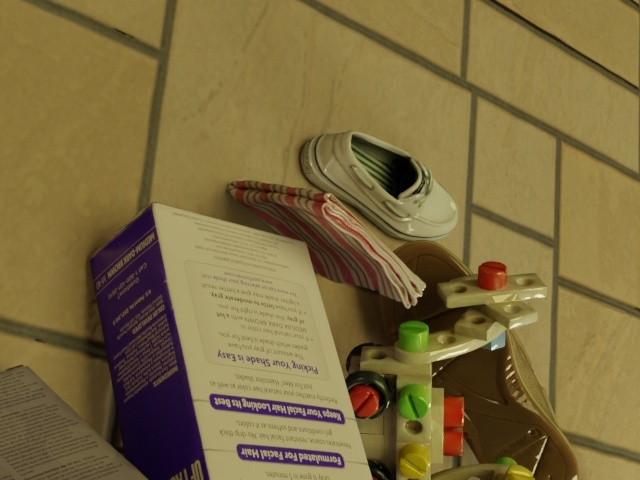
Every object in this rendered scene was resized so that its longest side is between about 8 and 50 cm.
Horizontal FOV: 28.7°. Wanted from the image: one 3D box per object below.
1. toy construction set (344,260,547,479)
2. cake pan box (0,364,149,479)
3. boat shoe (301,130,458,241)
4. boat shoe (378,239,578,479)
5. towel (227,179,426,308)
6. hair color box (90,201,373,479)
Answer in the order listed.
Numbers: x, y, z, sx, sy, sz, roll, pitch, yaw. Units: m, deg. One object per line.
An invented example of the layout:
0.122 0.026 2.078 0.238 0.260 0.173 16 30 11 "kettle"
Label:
0.132 0.185 1.229 0.151 0.215 0.327 -56 147 -78 "toy construction set"
-0.243 0.200 0.868 0.267 0.246 0.070 -16 131 -46 "cake pan box"
0.083 -0.055 1.343 0.226 0.076 0.083 19 68 -39 "boat shoe"
0.164 0.138 1.365 0.341 0.122 0.110 60 11 -18 "boat shoe"
0.000 0.000 1.179 0.144 0.197 0.029 43 75 -27 "towel"
-0.068 0.149 1.052 0.185 0.110 0.338 15 47 -42 "hair color box"
